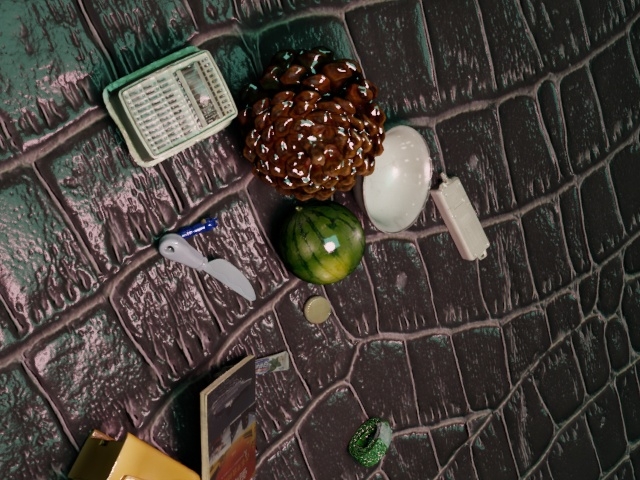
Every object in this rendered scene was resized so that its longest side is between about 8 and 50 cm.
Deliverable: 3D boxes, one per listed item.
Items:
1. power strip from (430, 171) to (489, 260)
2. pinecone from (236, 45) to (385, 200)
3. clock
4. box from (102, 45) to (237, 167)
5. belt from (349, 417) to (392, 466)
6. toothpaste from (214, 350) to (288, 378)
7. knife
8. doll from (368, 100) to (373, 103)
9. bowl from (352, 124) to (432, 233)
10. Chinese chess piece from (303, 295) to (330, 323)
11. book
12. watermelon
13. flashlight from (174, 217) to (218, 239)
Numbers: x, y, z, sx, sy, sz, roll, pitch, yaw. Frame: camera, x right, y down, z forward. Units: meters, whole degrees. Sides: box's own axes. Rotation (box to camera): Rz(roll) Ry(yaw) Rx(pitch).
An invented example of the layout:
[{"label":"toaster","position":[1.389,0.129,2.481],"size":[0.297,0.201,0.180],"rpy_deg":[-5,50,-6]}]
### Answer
[{"label":"power strip","position":[0.456,-0.079,2.253],"size":[0.098,0.058,0.338],"rpy_deg":[-38,114,-20]},{"label":"pinecone","position":[-0.024,-0.322,1.791],"size":[0.397,0.397,0.398],"rpy_deg":[-4,99,-29]},{"label":"clock","position":[-0.443,0.619,1.729],"size":[0.317,0.244,0.200],"rpy_deg":[34,62,-32]},{"label":"box","position":[-0.364,-0.331,1.686],"size":[0.290,0.166,0.221],"rpy_deg":[-33,111,-22]},{"label":"belt","position":[0.164,0.631,2.142],"size":[0.079,0.121,0.151],"rpy_deg":[45,70,-24]},{"label":"toothpaste","position":[-0.192,0.362,1.951],"size":[0.233,0.038,0.060],"rpy_deg":[-7,108,-30]},{"label":"knife","position":[-0.286,0.073,1.844],"size":[0.331,0.044,0.080],"rpy_deg":[33,117,-31]},{"label":"doll","position":[0.103,-0.353,2.011],"size":[0.139,0.057,0.165],"rpy_deg":[-30,129,-38]},{"label":"bowl","position":[0.179,-0.182,2.016],"size":[0.313,0.146,0.314],"rpy_deg":[-11,106,-44]},{"label":"Chinese chess piece","position":[-0.011,0.205,2.037],"size":[0.084,0.034,0.084],"rpy_deg":[-4,100,-27]},{"label":"book","position":[-0.242,0.525,1.843],"size":[0.262,0.028,0.374],"rpy_deg":[-31,125,-64]},{"label":"watermelon","position":[0.003,0.004,1.901],"size":[0.242,0.242,0.243],"rpy_deg":[-4,99,-29]},{"label":"flashlight","position":[-0.329,-0.033,1.824],"size":[0.121,0.057,0.035],"rpy_deg":[-22,72,-19]}]
